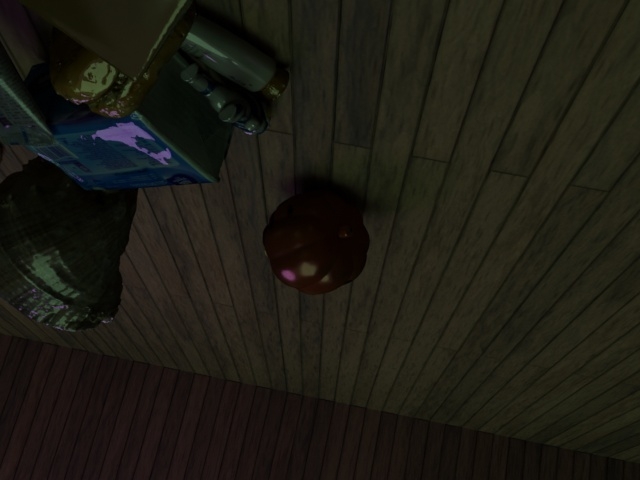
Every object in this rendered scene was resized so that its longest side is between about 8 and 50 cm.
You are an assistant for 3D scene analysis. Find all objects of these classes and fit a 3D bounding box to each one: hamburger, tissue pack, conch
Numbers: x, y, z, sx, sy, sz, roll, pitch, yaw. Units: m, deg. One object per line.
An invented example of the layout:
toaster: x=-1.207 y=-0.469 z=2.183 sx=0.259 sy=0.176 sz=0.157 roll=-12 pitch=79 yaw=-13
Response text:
hamburger: x=-0.230 y=-0.245 z=0.913 sx=0.108 sy=0.214 sz=0.213 roll=25 pitch=155 yaw=-38
tissue pack: x=-0.292 y=-0.177 z=1.174 sx=0.263 sy=0.146 sz=0.198 roll=-2 pitch=152 yaw=31
conch: x=-0.448 y=-0.028 z=1.357 sx=0.297 sy=0.352 sz=0.210 roll=-15 pitch=160 yaw=-17

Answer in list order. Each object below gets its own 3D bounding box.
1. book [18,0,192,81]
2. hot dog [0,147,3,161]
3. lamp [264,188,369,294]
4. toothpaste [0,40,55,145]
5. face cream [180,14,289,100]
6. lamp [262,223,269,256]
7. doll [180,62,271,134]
book: x=-0.265 y=-0.341 z=0.696 sx=0.389 sy=0.032 sz=0.269 roll=35 pitch=129 yaw=-16
hot dog: x=-0.677 y=-0.146 z=1.580 sx=0.066 sy=0.047 sz=0.215 roll=22 pitch=156 yaw=-29
lamp: x=0.000 y=0.000 z=1.400 sx=0.187 sy=0.188 sz=0.164 roll=28 pitch=149 yaw=-33
toothpaste: x=-0.454 y=-0.251 z=1.041 sx=0.114 sy=0.073 sz=0.299 roll=3 pitch=132 yaw=30
face cream: x=-0.124 y=-0.246 z=1.048 sx=0.182 sy=0.051 sz=0.072 roll=26 pitch=165 yaw=-33
lamp: x=-0.069 y=0.004 z=1.567 sx=0.101 sy=0.090 sz=0.101 roll=35 pitch=149 yaw=25
doll: x=-0.118 y=-0.192 z=1.122 sx=0.114 sy=0.057 sz=0.227 roll=41 pitch=-174 yaw=12
